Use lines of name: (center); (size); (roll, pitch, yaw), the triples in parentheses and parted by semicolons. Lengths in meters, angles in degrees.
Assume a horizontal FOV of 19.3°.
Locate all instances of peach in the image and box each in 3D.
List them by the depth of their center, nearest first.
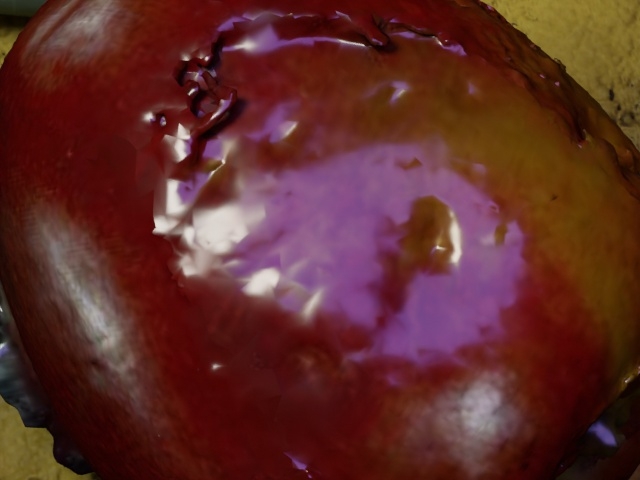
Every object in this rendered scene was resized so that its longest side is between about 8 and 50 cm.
peach: (0.000, 0.000, 1.026); (0.339, 0.353, 0.416); (-34, 58, -30)

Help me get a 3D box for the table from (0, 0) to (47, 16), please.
table: (-0.152, -0.200, 1.185); (0.220, 0.126, 0.126); (2, 66, -9)
